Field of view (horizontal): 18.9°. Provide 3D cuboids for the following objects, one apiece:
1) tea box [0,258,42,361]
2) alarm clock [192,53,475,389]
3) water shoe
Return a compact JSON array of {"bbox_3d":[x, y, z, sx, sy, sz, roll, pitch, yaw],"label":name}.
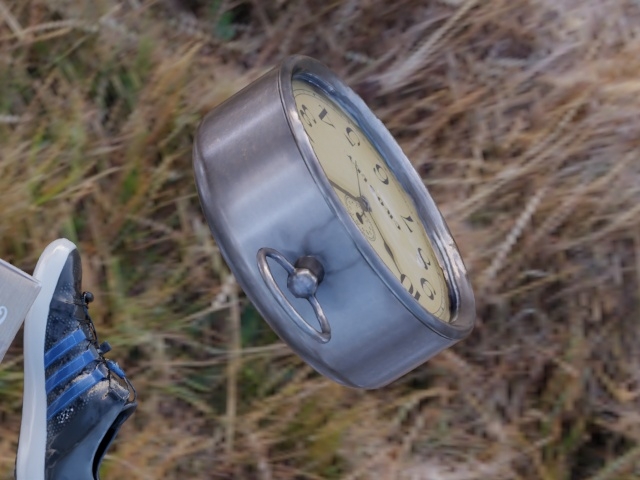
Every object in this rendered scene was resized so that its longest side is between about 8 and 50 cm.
[{"bbox_3d":[-0.386,0.082,1.038,0.323,0.220,0.329,32,83,-24],"label":"tea box"},{"bbox_3d":[0.000,0.000,0.736,0.064,0.192,0.129,-33,97,14],"label":"alarm clock"},{"bbox_3d":[-0.166,0.101,1.348,0.080,0.073,0.203,2,82,3],"label":"water shoe"}]
